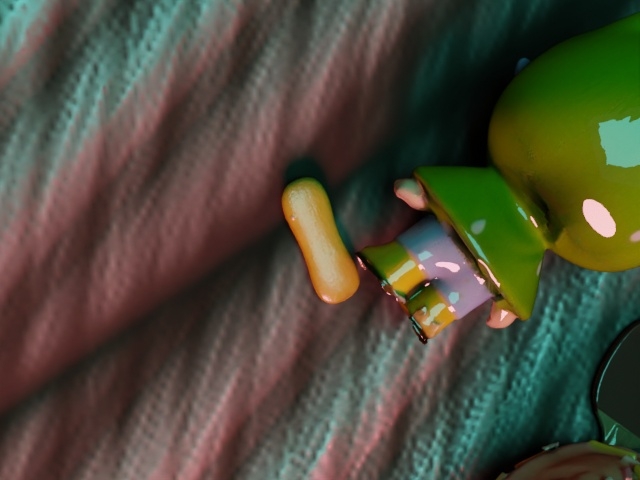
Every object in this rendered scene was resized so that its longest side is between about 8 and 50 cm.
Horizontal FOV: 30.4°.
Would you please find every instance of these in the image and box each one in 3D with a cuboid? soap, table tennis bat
[{"bbox_3d":[0.000,0.000,0.793,0.034,0.012,0.089,-24,102,-16],"label":"soap"},{"bbox_3d":[0.233,0.129,0.884,0.087,0.013,0.156,35,81,-20],"label":"table tennis bat"}]

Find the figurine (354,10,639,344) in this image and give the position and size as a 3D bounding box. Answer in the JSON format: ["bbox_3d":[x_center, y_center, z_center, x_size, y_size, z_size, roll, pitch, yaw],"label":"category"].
[{"bbox_3d":[0.153,-0.035,0.784,0.263,0.143,0.162,-37,99,-2],"label":"figurine"}]

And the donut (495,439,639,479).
[{"bbox_3d":[0.203,0.240,0.819,0.233,0.085,0.199,6,82,-22],"label":"donut"}]
